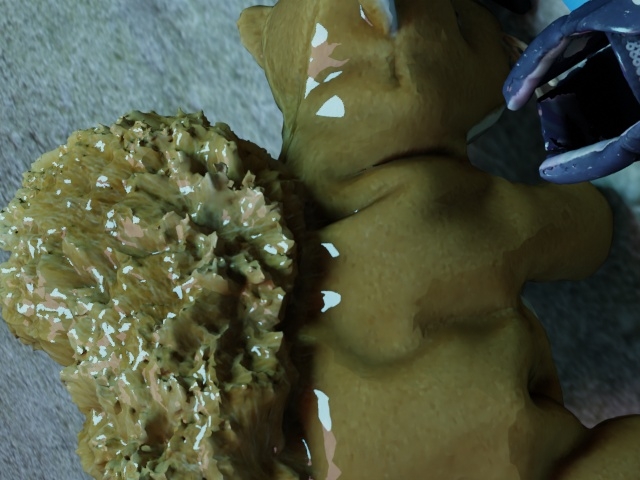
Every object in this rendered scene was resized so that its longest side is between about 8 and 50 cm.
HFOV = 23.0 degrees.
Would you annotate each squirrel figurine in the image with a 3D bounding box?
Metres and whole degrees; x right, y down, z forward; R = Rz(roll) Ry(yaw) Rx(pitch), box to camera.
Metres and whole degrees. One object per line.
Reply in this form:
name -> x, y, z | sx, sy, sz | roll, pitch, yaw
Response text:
squirrel figurine -> 0.000, 0.000, 0.990 | 0.281, 0.397, 0.370 | 171, 92, -66

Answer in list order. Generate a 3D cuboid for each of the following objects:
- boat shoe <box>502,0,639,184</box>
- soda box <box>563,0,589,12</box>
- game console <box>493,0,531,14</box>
boat shoe -> 0.234, -0.116, 0.780 | 0.127, 0.158, 0.340 | 63, 147, 7
soda box -> 0.197, -0.211, 0.857 | 0.067, 0.071, 0.210 | 56, 146, 17
game console -> 0.104, -0.225, 1.038 | 0.122, 0.071, 0.107 | 38, 167, 39
